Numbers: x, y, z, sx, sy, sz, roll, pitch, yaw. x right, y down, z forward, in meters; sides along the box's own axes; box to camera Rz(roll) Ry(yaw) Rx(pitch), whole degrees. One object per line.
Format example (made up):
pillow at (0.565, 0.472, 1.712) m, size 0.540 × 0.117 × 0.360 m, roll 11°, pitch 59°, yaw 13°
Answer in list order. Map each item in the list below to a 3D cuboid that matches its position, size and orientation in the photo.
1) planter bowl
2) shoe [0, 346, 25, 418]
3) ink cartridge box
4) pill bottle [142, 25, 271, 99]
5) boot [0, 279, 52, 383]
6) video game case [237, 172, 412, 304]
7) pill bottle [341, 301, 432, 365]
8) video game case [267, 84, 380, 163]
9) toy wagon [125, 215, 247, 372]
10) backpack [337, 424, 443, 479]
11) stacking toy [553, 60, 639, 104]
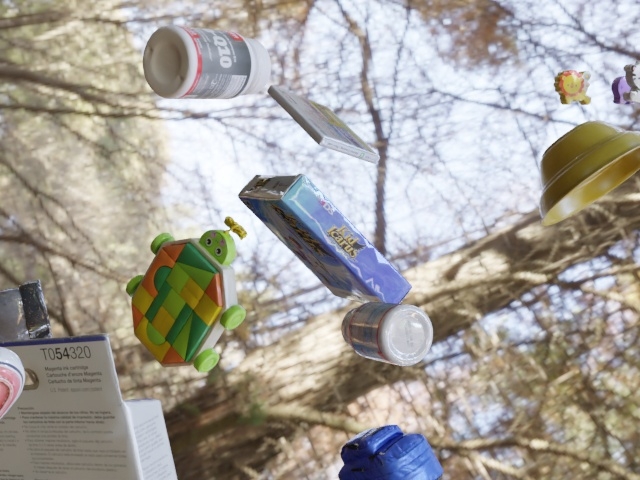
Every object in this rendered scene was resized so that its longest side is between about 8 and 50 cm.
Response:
planter bowl at (0.404, -0.120, 1.464) m, size 0.090 × 0.217 × 0.217 m, roll 57°, pitch -37°, yaw 15°
shoe at (-0.275, 0.154, 0.662) m, size 0.063 × 0.178 × 0.081 m, roll 49°, pitch 6°, yaw -39°
ink cartridge box at (-0.305, 0.264, 1.087) m, size 0.324 × 0.071 × 0.330 m, roll -6°, pitch -83°, yaw 31°
pill bottle at (-0.254, -0.405, 2.197) m, size 0.161 × 0.283 × 0.161 m, roll 6°, pitch -79°, yaw 36°
boot at (-0.606, 0.187, 1.746) m, size 0.338 × 0.223 × 0.118 m, roll 102°, pitch -31°, yaw -54°
video game case at (0.000, 0.000, 1.618) m, size 0.269 × 0.061 × 0.244 m, roll 45°, pitch -14°, yaw -17°
pill bottle at (0.092, 0.135, 1.413) m, size 0.160 × 0.087 × 0.087 m, roll -3°, pitch -77°, yaw 67°
video game case at (0.007, -0.248, 2.053) m, size 0.212 × 0.193 × 0.023 m, roll 48°, pitch -67°, yaw 36°
toy wagon at (-0.271, 0.097, 1.996) m, size 0.267 × 0.068 × 0.344 m, roll 42°, pitch -68°, yaw 26°
backpack at (0.088, 0.294, 1.238) m, size 0.120 × 0.098 × 0.101 m, roll -24°, pitch -84°, yaw 51°
stacking toy at (0.448, -0.205, 1.266) m, size 0.167 × 0.221 × 0.052 m, roll -158°, pitch -112°, yaw -72°
